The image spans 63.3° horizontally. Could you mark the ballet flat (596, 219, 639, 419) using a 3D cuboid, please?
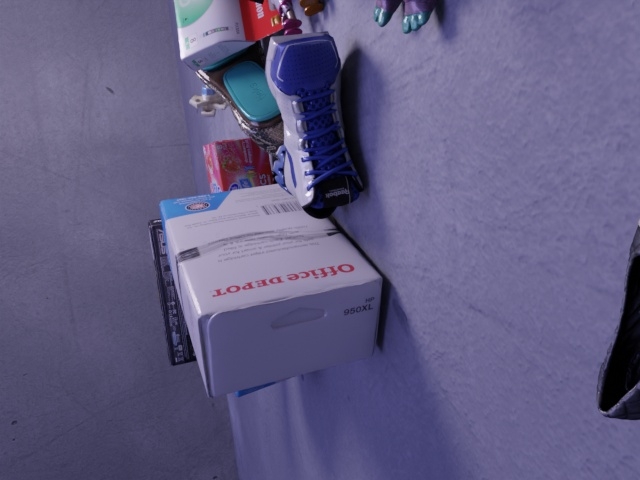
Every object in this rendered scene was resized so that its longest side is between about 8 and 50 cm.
[{"bbox_3d":[0.233,0.055,0.364,0.057,0.049,0.173,-144,48,-62],"label":"ballet flat"}]

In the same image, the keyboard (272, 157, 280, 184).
[{"bbox_3d":[-0.100,-0.069,1.267,0.201,0.033,0.317,57,149,38],"label":"keyboard"}]

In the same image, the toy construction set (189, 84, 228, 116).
[{"bbox_3d":[-0.257,-0.491,1.365,0.215,0.151,0.327,61,142,43],"label":"toy construction set"}]

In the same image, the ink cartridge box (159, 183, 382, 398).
[{"bbox_3d":[-0.108,0.057,0.926,0.395,0.286,0.166,-129,34,-54],"label":"ink cartridge box"}]

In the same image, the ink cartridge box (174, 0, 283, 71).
[{"bbox_3d":[-0.183,-0.463,1.037,0.056,0.225,0.181,29,-134,-61],"label":"ink cartridge box"}]

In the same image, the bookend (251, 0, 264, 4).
[{"bbox_3d":[-0.168,-0.554,0.983,0.072,0.157,0.156,137,141,-66],"label":"bookend"}]

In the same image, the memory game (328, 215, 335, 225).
[{"bbox_3d":[0.000,0.000,1.045,0.186,0.012,0.186,172,90,-70],"label":"memory game"}]

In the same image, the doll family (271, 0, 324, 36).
[{"bbox_3d":[-0.039,-0.465,0.840,0.263,0.118,0.163,90,162,-81],"label":"doll family"}]

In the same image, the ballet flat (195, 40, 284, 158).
[{"bbox_3d":[-0.172,-0.349,1.134,0.482,0.164,0.182,59,175,29],"label":"ballet flat"}]

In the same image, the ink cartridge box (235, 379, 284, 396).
[{"bbox_3d":[-0.138,0.178,1.205,0.197,0.198,0.270,51,146,42],"label":"ink cartridge box"}]

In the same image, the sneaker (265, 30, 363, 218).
[{"bbox_3d":[0.004,-0.154,0.828,0.315,0.128,0.182,91,155,-46],"label":"sneaker"}]

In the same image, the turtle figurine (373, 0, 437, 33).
[{"bbox_3d":[0.017,-0.318,0.547,0.118,0.234,0.175,-44,37,26],"label":"turtle figurine"}]

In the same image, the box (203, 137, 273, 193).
[{"bbox_3d":[-0.185,-0.112,1.239,0.123,0.128,0.256,14,114,65],"label":"box"}]

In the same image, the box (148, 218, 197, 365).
[{"bbox_3d":[-0.284,0.119,1.433,0.097,0.318,0.394,-152,54,-67],"label":"box"}]
